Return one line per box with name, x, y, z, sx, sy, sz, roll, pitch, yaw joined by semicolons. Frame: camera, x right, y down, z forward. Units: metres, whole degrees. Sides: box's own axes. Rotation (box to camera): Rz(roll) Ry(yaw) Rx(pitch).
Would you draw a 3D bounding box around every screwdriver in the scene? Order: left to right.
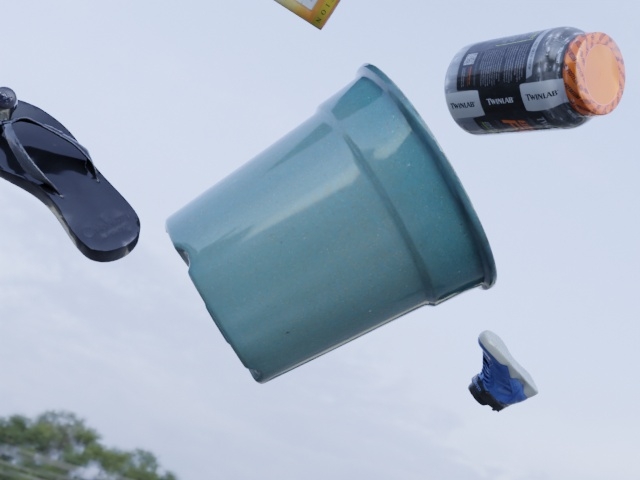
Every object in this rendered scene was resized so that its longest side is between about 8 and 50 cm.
screwdriver;-0.285;-0.110;0.827;0.025;0.024;0.170;30;-15;-22

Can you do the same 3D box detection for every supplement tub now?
supplement tub;0.439;-0.326;1.950;0.207;0.207;0.338;32;-17;-33

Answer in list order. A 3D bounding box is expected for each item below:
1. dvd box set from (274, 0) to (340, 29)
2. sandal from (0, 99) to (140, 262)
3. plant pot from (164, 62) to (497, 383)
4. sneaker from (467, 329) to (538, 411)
dvd box set;-0.093;-0.529;1.282;0.420;0.308;0.062;29;18;-14
sandal;-0.290;-0.083;1.039;0.254;0.097;0.054;40;-35;15
plant pot;0.000;0.000;1.243;0.334;0.341;0.341;-31;-29;-4
sneaker;0.243;0.194;1.350;0.084;0.058;0.152;-33;-50;14
